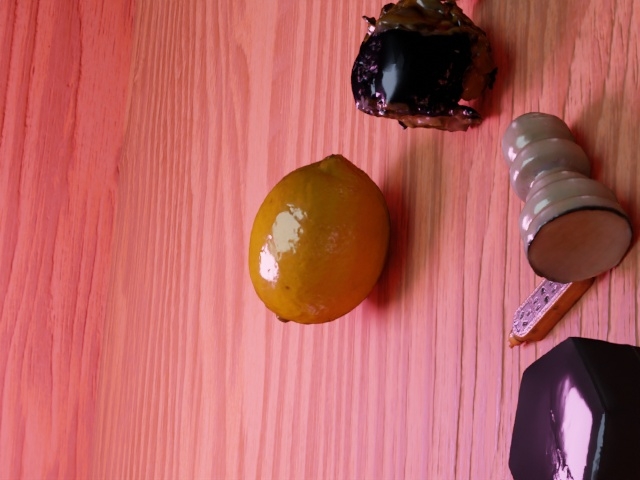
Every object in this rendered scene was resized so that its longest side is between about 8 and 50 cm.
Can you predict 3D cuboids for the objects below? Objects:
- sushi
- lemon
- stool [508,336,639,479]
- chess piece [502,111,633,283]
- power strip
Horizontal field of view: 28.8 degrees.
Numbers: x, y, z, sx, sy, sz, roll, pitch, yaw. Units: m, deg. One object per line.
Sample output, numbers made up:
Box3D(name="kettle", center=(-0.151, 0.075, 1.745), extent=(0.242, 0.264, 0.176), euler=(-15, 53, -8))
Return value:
Box3D(name="sushi", center=(0.155, -0.270, 1.861), extent=(0.213, 0.200, 0.204), euler=(6, 86, 66))
Box3D(name="lemon", center=(-0.001, 0.004, 2.020), extent=(0.263, 0.236, 0.236), euler=(-47, 39, 25))
Box3D(name="stool", center=(0.314, 0.226, 1.384), extent=(0.232, 0.141, 0.232), euler=(-173, 90, -74))
Box3D(name="chess piece", center=(0.299, -0.074, 1.594), extent=(0.133, 0.133, 0.243), euler=(-57, 29, 35))
Box3D(name="power strip", center=(0.296, 0.084, 1.634), extent=(0.178, 0.028, 0.049), euler=(-56, 35, 37))
